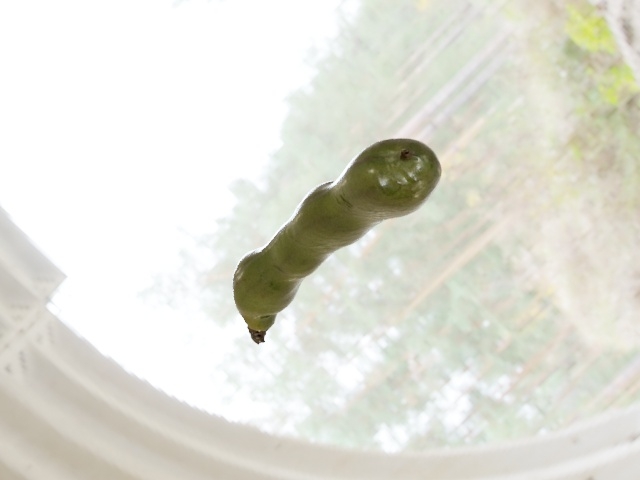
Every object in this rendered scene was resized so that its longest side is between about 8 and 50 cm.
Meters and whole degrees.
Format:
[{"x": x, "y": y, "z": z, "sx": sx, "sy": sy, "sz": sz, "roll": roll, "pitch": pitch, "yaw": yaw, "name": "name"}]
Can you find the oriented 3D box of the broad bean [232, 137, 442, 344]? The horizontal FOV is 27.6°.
[{"x": 0.000, "y": -0.001, "z": 0.837, "sx": 0.052, "sy": 0.256, "sz": 0.053, "roll": -14, "pitch": -108, "yaw": -36, "name": "broad bean"}]
